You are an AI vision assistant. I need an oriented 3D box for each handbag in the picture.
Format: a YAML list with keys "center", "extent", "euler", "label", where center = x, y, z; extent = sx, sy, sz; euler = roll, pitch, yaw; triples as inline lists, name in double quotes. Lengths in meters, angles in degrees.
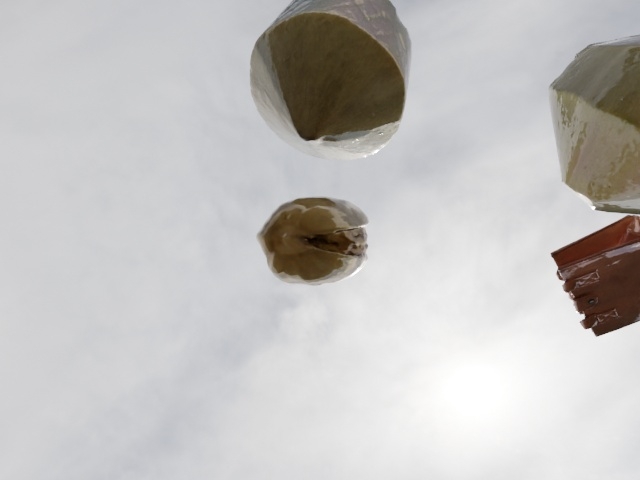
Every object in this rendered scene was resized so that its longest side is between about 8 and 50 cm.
- center: [0.481, 0.068, 0.883]
  extent: [0.158, 0.059, 0.212]
  euler: [-28, -53, 20]
  label: "handbag"

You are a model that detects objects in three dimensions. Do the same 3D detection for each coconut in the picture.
- center: [0.019, -0.280, 0.961]
  extent: [0.329, 0.329, 0.328]
  euler: [-1, -79, -3]
  label: "coconut"
- center: [0.412, -0.142, 0.673]
  extent: [0.260, 0.259, 0.258]
  euler: [-1, -79, -3]
  label: "coconut"

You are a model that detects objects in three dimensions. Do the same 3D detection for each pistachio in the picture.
- center: [0.000, 0.000, 0.916]
  extent: [0.158, 0.230, 0.157]
  euler: [2, -87, 42]
  label: "pistachio"
